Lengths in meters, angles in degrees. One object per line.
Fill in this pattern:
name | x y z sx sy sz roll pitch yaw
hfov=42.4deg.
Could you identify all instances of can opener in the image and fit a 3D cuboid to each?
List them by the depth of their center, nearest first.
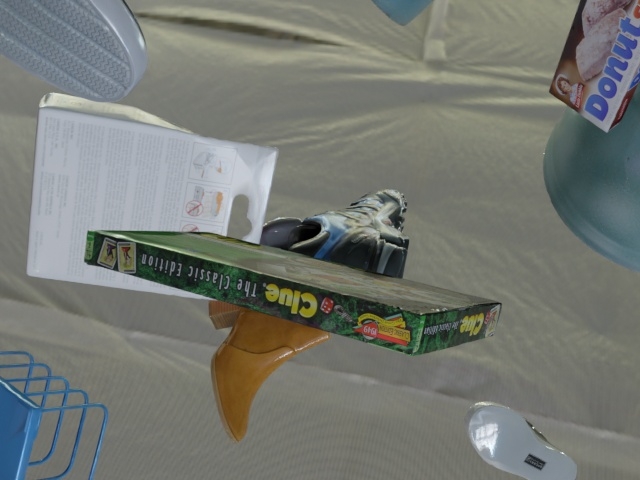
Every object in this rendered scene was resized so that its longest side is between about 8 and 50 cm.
can opener | 0.000 0.000 1.384 0.283 0.095 0.076 -11 -150 39

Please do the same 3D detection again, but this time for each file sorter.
file sorter | -0.332 0.203 0.917 0.170 0.118 0.104 21 -171 38

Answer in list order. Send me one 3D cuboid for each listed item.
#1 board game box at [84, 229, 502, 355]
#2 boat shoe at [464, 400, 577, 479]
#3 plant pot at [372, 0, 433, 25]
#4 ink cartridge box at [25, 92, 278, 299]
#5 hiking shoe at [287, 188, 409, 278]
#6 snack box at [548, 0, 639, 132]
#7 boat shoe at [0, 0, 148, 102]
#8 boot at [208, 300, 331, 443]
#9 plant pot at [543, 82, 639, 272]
board game box | -0.022 0.028 0.568 0.260 0.030 0.136 13 -172 31
boat shoe | 0.265 0.280 1.147 0.077 0.219 0.070 -51 -151 1
plant pot | 0.077 -0.386 0.796 0.195 0.290 0.290 -34 -136 21
ink cartridge box | -0.290 -0.064 1.409 0.385 0.308 0.091 8 -155 -13
hiking shoe | 0.031 -0.008 0.981 0.132 0.113 0.304 12 -167 0
snack box | 0.227 -0.166 0.629 0.022 0.178 0.064 -36 -117 -25
boat shoe | -0.174 -0.173 0.434 0.226 0.083 0.075 43 -137 -19
boot | -0.084 0.199 1.465 0.211 0.104 0.295 -12 -121 3
plant pot | 0.422 -0.128 0.939 0.293 0.196 0.293 -1 -121 1
